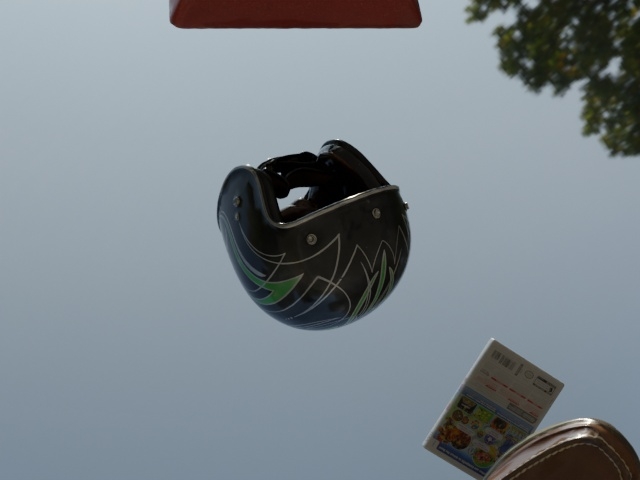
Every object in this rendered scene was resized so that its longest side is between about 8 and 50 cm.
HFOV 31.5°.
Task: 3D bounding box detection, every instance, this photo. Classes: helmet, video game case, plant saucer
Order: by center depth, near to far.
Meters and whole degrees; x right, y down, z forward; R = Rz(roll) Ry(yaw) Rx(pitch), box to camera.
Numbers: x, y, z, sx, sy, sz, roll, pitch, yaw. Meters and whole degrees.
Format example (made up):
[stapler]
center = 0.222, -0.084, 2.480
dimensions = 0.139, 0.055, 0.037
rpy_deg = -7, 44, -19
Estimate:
[helmet]
center = 0.000, 0.000, 1.008
dimensions = 0.169, 0.169, 0.161
rpy_deg = -30, -123, -22
[video game case]
center = 0.164, 0.165, 1.073
dimensions = 0.087, 0.011, 0.122
rpy_deg = 32, -89, -14
[plant saucer]
center = -0.033, -0.329, 1.197
dimensions = 0.258, 0.048, 0.259
rpy_deg = -1, -125, -7

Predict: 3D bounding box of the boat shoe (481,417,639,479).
[boat shoe]
center = 0.141, 0.277, 0.952
dimensions = 0.123, 0.324, 0.116
rpy_deg = 44, -155, 11
